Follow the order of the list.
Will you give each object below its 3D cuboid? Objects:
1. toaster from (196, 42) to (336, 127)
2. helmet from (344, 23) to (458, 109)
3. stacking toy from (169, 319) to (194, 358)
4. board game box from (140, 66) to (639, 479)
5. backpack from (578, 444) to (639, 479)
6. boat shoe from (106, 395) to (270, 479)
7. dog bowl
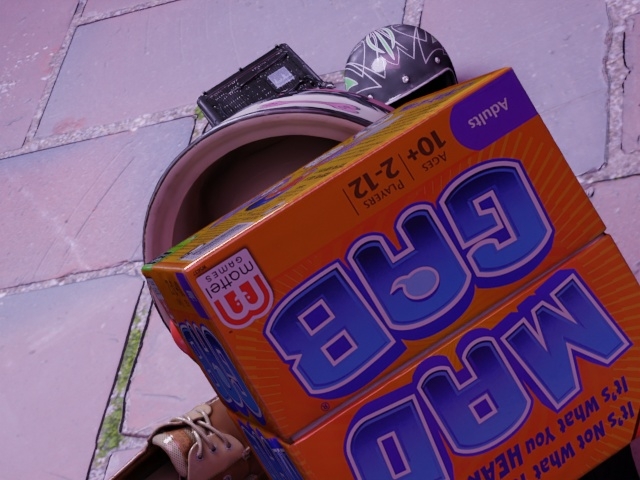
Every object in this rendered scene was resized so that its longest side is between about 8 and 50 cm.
[{"bbox_3d":[-0.066,-0.182,2.454,0.168,0.110,0.185,-34,39,-5],"label":"toaster"},{"bbox_3d":[0.111,-0.223,2.347,0.169,0.161,0.169,-17,40,15],"label":"helmet"},{"bbox_3d":[-0.016,0.141,1.915,0.330,0.141,0.141,21,49,-5],"label":"stacking toy"},{"bbox_3d":[0.080,0.085,1.665,0.356,0.356,0.356,-33,6,-10],"label":"board game box"},{"bbox_3d":[0.239,0.257,1.759,0.182,0.152,0.115,-12,4,40],"label":"backpack"},{"bbox_3d":[-0.144,0.260,1.941,0.324,0.120,0.122,-44,55,-13],"label":"boat shoe"},{"bbox_3d":[0.000,0.000,2.014,0.408,0.408,0.150,-15,25,18],"label":"dog bowl"}]
